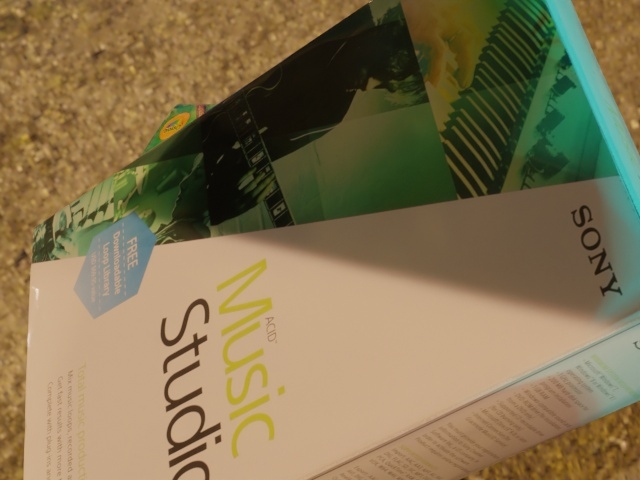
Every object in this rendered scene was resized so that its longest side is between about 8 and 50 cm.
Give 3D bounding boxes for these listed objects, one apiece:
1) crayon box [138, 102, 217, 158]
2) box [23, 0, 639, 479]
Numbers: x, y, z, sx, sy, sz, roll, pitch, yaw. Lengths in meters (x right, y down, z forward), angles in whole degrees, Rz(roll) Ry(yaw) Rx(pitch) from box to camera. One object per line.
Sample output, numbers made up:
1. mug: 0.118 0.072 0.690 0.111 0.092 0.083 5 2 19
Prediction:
1. crayon box: 0.000 0.000 0.874 0.081 0.278 0.165 -58 24 -7
2. box: -0.008 0.017 0.512 0.322 0.058 0.232 -30 47 22
